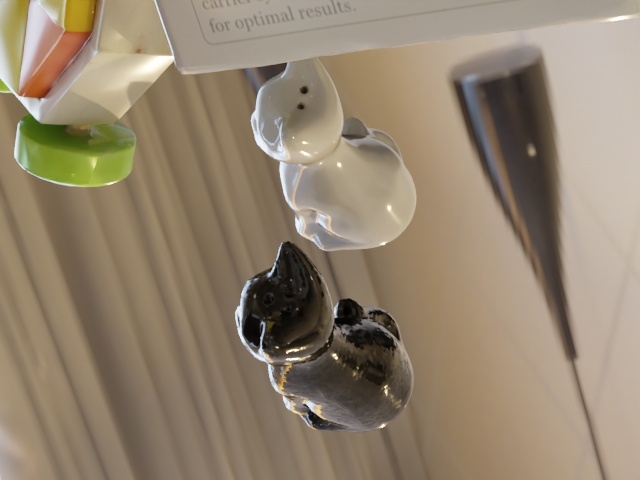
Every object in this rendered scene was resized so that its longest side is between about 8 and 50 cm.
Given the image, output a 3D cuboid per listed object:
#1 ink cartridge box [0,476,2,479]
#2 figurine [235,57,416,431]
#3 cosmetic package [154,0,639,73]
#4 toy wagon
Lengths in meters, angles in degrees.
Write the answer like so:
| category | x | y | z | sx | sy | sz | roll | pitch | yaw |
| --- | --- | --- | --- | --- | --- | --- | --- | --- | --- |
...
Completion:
| category | x | y | z | sx | sy | sz | roll | pitch | yaw |
| --- | --- | --- | --- | --- | --- | --- | --- | --- | --- |
| ink cartridge box | -0.373 | 0.112 | 0.951 | 0.270 | 0.198 | 0.197 | 1 | -154 | 24 |
| figurine | 0.000 | 0.000 | 1.016 | 0.092 | 0.215 | 0.209 | -2 | 162 | 14 |
| cosmetic package | 0.028 | -0.197 | 0.430 | 0.138 | 0.224 | 0.224 | -4 | -153 | 27 |
| toy wagon | -0.142 | -0.196 | 0.765 | 0.068 | 0.267 | 0.344 | -2 | -153 | -30 |
